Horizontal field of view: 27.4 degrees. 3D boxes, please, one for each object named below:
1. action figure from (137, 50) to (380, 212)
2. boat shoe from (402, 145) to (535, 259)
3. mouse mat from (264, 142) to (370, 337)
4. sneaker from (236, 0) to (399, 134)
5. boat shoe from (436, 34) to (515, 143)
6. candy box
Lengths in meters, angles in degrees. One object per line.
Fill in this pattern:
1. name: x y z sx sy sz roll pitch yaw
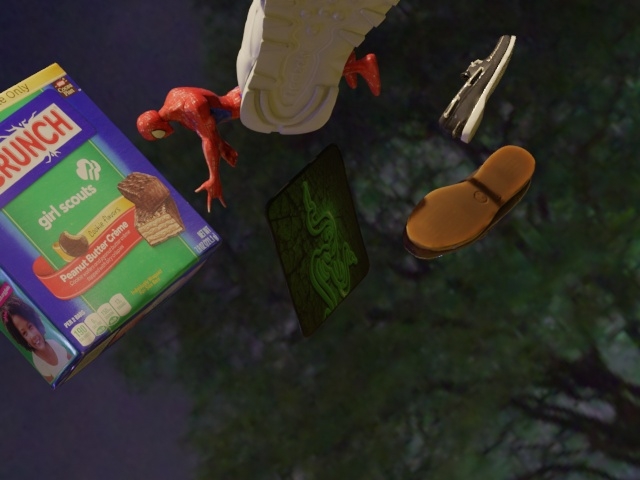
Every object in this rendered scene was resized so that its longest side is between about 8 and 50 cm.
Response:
1. action figure: -0.069 -0.124 1.479 0.280 0.091 0.139 -13 -72 -23
2. boat shoe: 0.167 -0.031 1.493 0.207 0.073 0.073 -32 -19 -33
3. mouse mat: 0.000 0.000 1.527 0.152 0.007 0.190 -46 -47 -40
4. sneaker: -0.006 -0.176 0.907 0.090 0.095 0.235 11 -38 -21
5. boat shoe: 0.155 -0.155 1.299 0.125 0.038 0.046 -62 -9 -14
6. candy box: -0.322 -0.026 1.595 0.268 0.317 0.122 -42 -3 -43
